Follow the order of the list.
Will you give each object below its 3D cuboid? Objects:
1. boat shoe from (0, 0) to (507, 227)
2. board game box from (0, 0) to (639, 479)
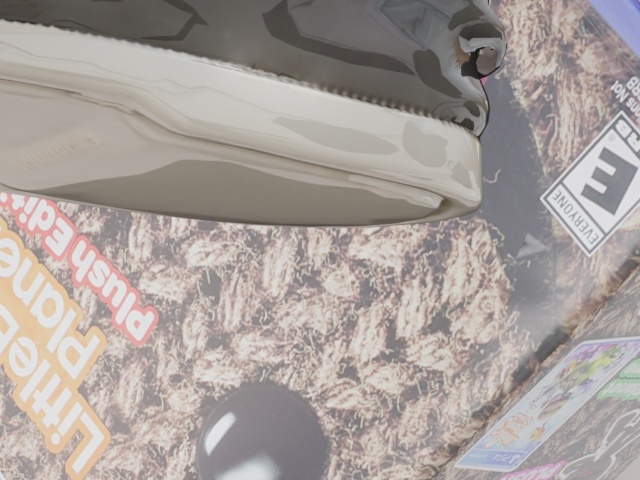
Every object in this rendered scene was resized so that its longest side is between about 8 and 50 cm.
[{"bbox_3d":[-0.102,-0.070,0.307,0.335,0.112,0.095,11,76,-41],"label":"boat shoe"},{"bbox_3d":[0.000,0.000,0.667,0.291,0.232,0.141,-49,152,23],"label":"board game box"}]
